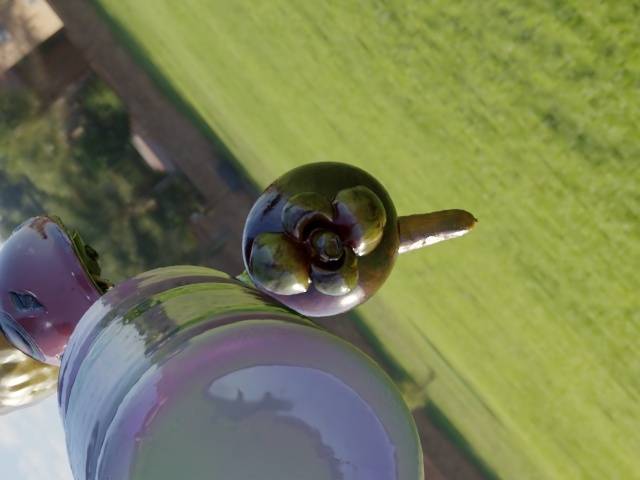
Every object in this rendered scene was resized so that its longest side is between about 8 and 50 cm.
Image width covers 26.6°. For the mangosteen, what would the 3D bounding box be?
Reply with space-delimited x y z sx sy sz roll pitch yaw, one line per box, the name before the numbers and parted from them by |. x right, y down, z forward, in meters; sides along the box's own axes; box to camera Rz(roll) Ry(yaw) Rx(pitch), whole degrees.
mangosteen | 0.000 0.000 1.479 0.200 0.200 0.200 49 173 8

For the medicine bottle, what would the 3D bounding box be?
medicine bottle | -0.074 0.137 0.968 0.212 0.212 0.325 52 172 -15

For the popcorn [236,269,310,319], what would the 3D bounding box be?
popcorn | -0.109 0.155 1.903 0.221 0.184 0.204 52 -163 -26

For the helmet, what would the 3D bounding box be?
helmet | -0.317 0.074 1.616 0.198 0.154 0.253 56 180 -16

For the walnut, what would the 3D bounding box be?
walnut | -0.439 0.127 1.858 0.225 0.261 0.224 15 114 37

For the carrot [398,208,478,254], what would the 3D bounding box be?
carrot | 0.087 -0.006 1.629 0.061 0.210 0.061 170 90 -89
